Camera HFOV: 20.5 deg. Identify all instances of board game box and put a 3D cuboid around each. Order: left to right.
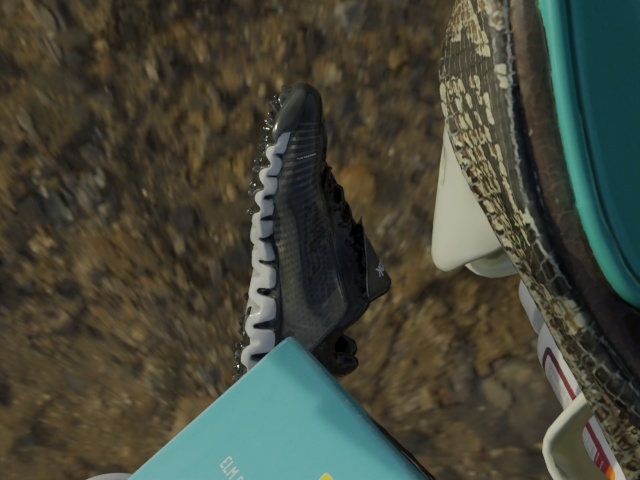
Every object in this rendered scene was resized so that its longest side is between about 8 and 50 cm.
[{"bbox_3d":[0.101,0.198,0.491,0.079,0.336,0.254,-42,127,-2],"label":"board game box"}]

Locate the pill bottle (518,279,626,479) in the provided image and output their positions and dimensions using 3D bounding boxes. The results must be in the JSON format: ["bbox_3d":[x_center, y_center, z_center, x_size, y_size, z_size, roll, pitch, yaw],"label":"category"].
[{"bbox_3d":[0.244,0.105,1.396,0.121,0.121,0.221,-20,51,-4],"label":"pill bottle"}]

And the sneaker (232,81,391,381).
[{"bbox_3d":[0.000,0.000,1.243,0.106,0.078,0.234,6,115,-1],"label":"sneaker"}]

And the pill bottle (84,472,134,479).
[{"bbox_3d":[-0.171,0.272,1.407,0.124,0.221,0.124,5,65,-11],"label":"pill bottle"}]

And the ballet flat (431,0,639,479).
[{"bbox_3d":[0.139,0.042,0.679,0.164,0.182,0.482,-20,85,-35],"label":"ballet flat"}]
